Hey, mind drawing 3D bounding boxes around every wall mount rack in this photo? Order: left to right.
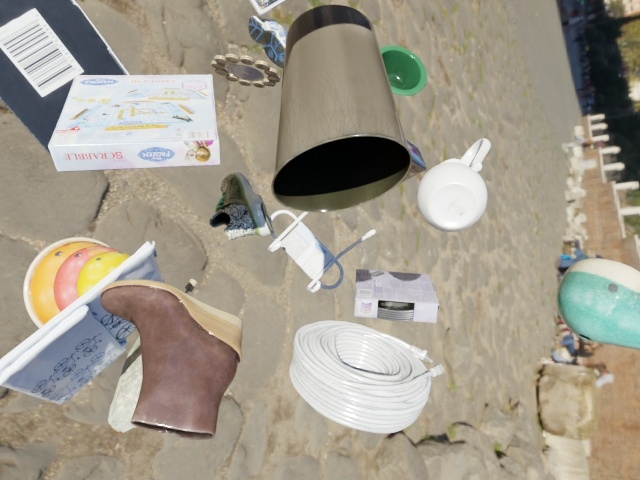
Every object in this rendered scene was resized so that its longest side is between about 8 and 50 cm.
[{"bbox_3d":[0.000,0.000,1.642,0.304,0.130,0.350,-46,102,-12],"label":"wall mount rack"}]

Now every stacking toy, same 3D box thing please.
[{"bbox_3d":[-0.642,0.137,1.463,0.351,0.480,0.350,14,71,-50],"label":"stacking toy"}]

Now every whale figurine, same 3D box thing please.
[{"bbox_3d":[0.568,0.150,0.871,0.141,0.272,0.216,-52,160,-8],"label":"whale figurine"}]

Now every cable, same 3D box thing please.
[{"bbox_3d":[0.070,0.237,0.865,0.257,0.257,0.089,-12,123,-59],"label":"cable"}]

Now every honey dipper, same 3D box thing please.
[{"bbox_3d":[-0.483,0.204,1.645,0.160,0.031,0.030,-59,134,-32],"label":"honey dipper"}]

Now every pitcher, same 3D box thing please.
[{"bbox_3d":[0.262,-0.111,0.901,0.125,0.177,0.207,36,22,-2],"label":"pitcher"}]

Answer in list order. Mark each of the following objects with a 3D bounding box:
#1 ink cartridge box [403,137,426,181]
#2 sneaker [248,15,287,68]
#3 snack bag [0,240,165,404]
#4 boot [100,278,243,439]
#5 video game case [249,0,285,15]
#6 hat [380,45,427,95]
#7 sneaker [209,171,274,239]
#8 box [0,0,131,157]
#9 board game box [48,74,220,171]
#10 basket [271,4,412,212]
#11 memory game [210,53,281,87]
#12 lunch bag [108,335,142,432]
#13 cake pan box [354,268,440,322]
[{"bbox_3d":[0.172,-0.229,1.390,0.235,0.193,0.088,16,53,-55],"label":"ink cartridge box"},{"bbox_3d":[-0.118,-0.553,1.309,0.081,0.080,0.211,-19,63,-30],"label":"sneaker"},{"bbox_3d":[-0.443,0.181,0.971,0.342,0.037,0.323,-45,168,-25],"label":"snack bag"},{"bbox_3d":[-0.249,0.175,0.729,0.090,0.249,0.206,115,-10,-45],"label":"boot"},{"bbox_3d":[-0.148,-0.727,1.271,0.173,0.022,0.190,-38,104,-15],"label":"video game case"},{"bbox_3d":[0.205,-0.459,1.428,0.173,0.183,0.208,38,61,0],"label":"hat"},{"bbox_3d":[-0.314,-0.118,1.659,0.182,0.410,0.158,-22,121,-16],"label":"sneaker"},{"bbox_3d":[-0.751,-0.484,1.320,0.297,0.472,0.479,-39,116,-12],"label":"box"},{"bbox_3d":[-0.392,-0.272,1.055,0.318,0.319,0.065,-106,-163,-46],"label":"board game box"},{"bbox_3d":[0.018,-0.178,0.632,0.154,0.204,0.226,12,63,-32],"label":"basket"},{"bbox_3d":[-0.195,-0.444,1.249,0.186,0.186,0.012,15,84,-57],"label":"memory game"},{"bbox_3d":[-0.377,0.344,1.204,0.169,0.235,0.287,57,22,-27],"label":"lunch bag"},{"bbox_3d":[0.229,0.167,1.478,0.267,0.246,0.070,-76,167,-73],"label":"cake pan box"}]
